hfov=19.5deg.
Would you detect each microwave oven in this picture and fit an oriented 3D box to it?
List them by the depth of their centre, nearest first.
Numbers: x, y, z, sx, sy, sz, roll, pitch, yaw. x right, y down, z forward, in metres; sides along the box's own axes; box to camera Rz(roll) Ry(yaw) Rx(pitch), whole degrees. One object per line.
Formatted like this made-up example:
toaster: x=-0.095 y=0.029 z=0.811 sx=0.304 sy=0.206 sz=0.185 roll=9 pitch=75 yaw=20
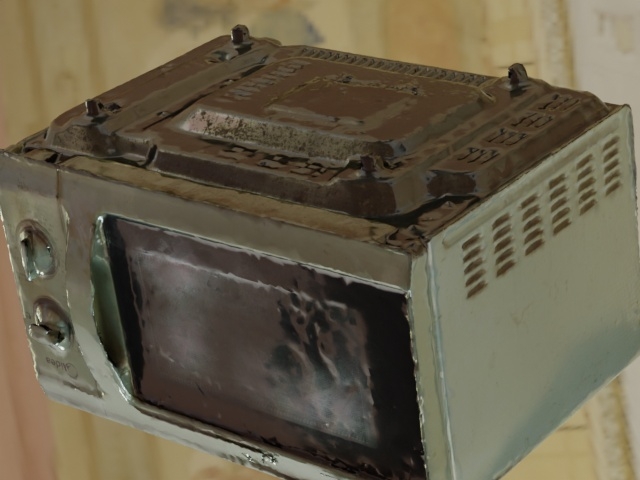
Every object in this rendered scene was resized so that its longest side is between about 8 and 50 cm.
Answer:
microwave oven: x=0.000 y=0.000 z=0.720 sx=0.205 sy=0.163 sz=0.129 roll=13 pitch=-56 yaw=37
